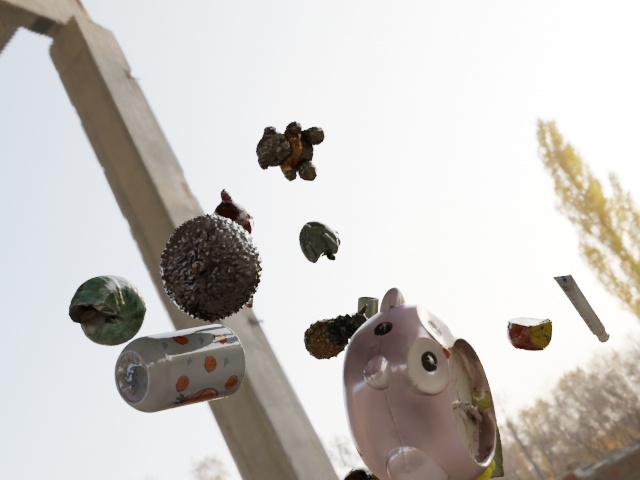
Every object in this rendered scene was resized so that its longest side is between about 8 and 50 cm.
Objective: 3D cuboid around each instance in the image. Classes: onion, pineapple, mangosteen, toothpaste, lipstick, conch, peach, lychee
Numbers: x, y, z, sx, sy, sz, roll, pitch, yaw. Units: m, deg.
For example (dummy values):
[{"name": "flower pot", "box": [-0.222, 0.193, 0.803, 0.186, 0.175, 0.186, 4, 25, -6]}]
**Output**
[{"name": "onion", "box": [-0.300, -0.082, 2.683, 0.135, 0.173, 0.198, -5, -75, -29]}, {"name": "pineapple", "box": [0.060, 0.264, 2.215, 0.128, 0.128, 0.248, -7, -16, -41]}, {"name": "mangosteen", "box": [0.170, 0.789, 2.434, 0.217, 0.192, 0.192, -46, -27, 17]}, {"name": "toothpaste", "box": [0.566, 0.145, 1.664, 0.031, 0.190, 0.048, -48, 19, -31]}, {"name": "lipstick", "box": [0.152, 0.314, 2.569, 0.078, 0.252, 0.079, 4, 2, 28]}, {"name": "conch", "box": [-0.599, 0.200, 2.171, 0.220, 0.195, 0.277, -11, -7, -27]}, {"name": "peach", "box": [0.592, 0.270, 2.195, 0.127, 0.092, 0.172, 2, 7, 16]}, {"name": "lychee", "box": [-0.290, 0.071, 2.120, 0.300, 0.300, 0.300, -24, -24, -12]}]

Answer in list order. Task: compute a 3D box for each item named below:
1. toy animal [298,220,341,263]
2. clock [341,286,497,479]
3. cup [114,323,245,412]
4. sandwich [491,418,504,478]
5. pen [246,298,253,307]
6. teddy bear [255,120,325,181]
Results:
[{"name": "toy animal", "box": [0.001, -0.003, 2.391, 0.126, 0.127, 0.251, -2, 5, 2]}, {"name": "clock", "box": [0.180, 0.315, 1.574, 0.251, 0.368, 0.376, -15, -58, 26]}, {"name": "cup", "box": [-0.390, 0.348, 2.111, 0.317, 0.212, 0.212, -1, -36, -51]}, {"name": "sandwich", "box": [0.421, 0.629, 2.356, 0.251, 0.226, 0.087, -9, 8, -9]}, {"name": "pen", "box": [-0.242, 0.133, 2.703, 0.026, 0.026, 0.218, -10, -66, -37]}, {"name": "teddy bear", "box": [-0.098, -0.263, 2.258, 0.190, 0.140, 0.177, 5, -83, -34]}]
